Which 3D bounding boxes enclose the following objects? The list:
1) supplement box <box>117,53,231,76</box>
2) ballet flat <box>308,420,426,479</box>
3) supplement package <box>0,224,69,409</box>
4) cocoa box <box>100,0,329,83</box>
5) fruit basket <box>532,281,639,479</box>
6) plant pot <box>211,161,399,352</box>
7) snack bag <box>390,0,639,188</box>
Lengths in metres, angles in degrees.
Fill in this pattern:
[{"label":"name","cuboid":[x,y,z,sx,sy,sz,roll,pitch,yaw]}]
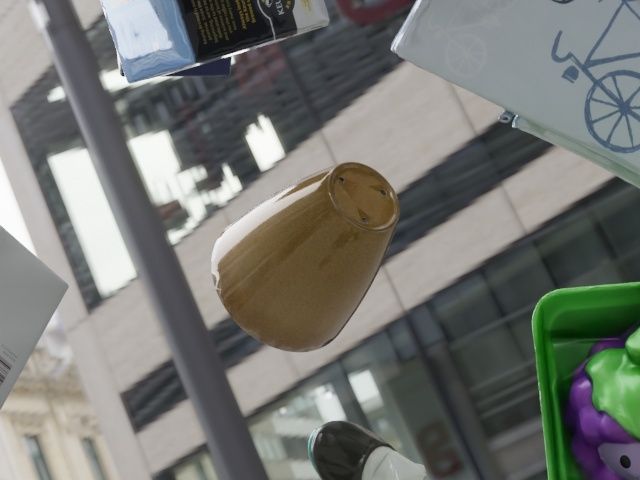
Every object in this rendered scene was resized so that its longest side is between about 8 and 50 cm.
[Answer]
[{"label":"supplement box","cuboid":[-0.266,-0.470,2.302,0.194,0.356,0.195,-3,-45,-12]},{"label":"ballet flat","cuboid":[0.097,0.306,1.570,0.096,0.095,0.280,-2,-40,43]},{"label":"supplement package","cuboid":[-0.369,0.086,1.093,0.145,0.204,0.262,-29,27,35]},{"label":"cocoa box","cuboid":[-0.180,-0.417,1.801,0.228,0.347,0.231,-23,11,-30]},{"label":"fruit basket","cuboid":[0.370,0.123,1.122,0.392,0.283,0.392,-3,-15,-1]},{"label":"plant pot","cuboid":[0.000,0.000,1.922,0.237,0.237,0.254,-10,-25,-38]},{"label":"snack bag","cuboid":[0.282,-0.265,1.444,0.037,0.342,0.323,119,176,-88]}]
